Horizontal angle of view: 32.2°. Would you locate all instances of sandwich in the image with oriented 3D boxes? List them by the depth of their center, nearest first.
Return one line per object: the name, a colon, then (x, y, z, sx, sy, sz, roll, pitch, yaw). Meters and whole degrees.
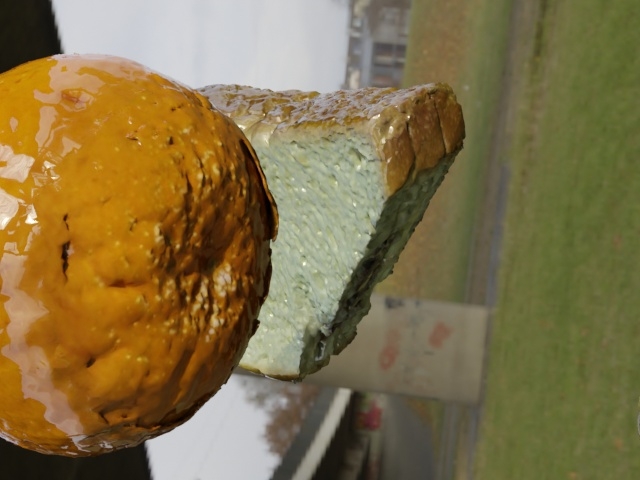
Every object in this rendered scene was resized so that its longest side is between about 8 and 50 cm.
sandwich: (0.004, -0.002, 0.877, 0.100, 0.288, 0.254, -25, -70, -37)

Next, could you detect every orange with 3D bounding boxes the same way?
orange: (-0.116, 0.006, 0.541, 0.193, 0.161, 0.193, -14, -72, -50)

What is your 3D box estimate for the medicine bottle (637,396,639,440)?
medicine bottle: (0.441, 0.173, 1.119, 0.124, 0.239, 0.124, 42, -143, -44)
